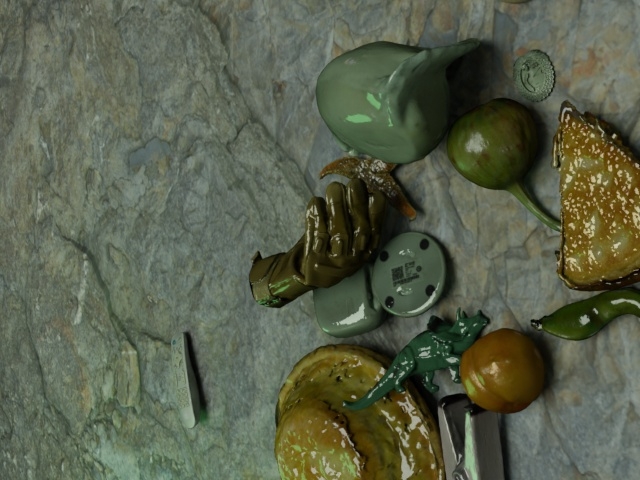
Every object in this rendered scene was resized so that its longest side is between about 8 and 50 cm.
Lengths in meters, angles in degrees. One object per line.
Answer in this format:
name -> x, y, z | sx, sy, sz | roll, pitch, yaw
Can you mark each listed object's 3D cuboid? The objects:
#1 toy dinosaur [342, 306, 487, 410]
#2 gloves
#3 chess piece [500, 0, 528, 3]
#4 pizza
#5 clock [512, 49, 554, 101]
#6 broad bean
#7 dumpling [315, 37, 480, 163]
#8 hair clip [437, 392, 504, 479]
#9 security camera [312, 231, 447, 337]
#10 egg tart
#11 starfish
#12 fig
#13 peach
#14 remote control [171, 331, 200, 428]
toy dinosaur -> 0.180, 0.228, 1.715 | 0.292, 0.079, 0.120 | -47, 60, 8
gloves -> 0.005, 0.015, 1.776 | 0.331, 0.154, 0.141 | -37, 65, 35
chess piece -> 0.214, -0.446, 1.460 | 0.167, 0.300, 0.167 | 10, 104, 47
pizza -> 0.420, -0.043, 1.466 | 0.287, 0.074, 0.251 | 52, 129, 29
clock -> 0.341, -0.262, 1.562 | 0.074, 0.010, 0.083 | -33, 73, 44
broad bean -> 0.421, 0.116, 1.508 | 0.214, 0.048, 0.070 | -14, 85, 44
dumpling -> 0.126, -0.227, 1.615 | 0.321, 0.270, 0.211 | 22, 116, 53
hair clip -> 0.267, 0.433, 1.692 | 0.101, 0.085, 0.330 | 0, 97, 49
security camera -> 0.116, 0.086, 1.811 | 0.301, 0.080, 0.157 | -21, 65, 35
egg tart -> 0.044, 0.417, 1.860 | 0.443, 0.178, 0.443 | 10, 104, 44
starfish -> 0.090, -0.095, 1.833 | 0.247, 0.050, 0.138 | -6, 93, 54
fig -> 0.310, -0.109, 1.565 | 0.149, 0.149, 0.245 | -33, 92, 44
peach -> 0.301, 0.215, 1.593 | 0.138, 0.138, 0.138 | 9, 102, 46
remote control -> -0.318, 0.334, 2.333 | 0.073, 0.044, 0.229 | -29, 66, 55
